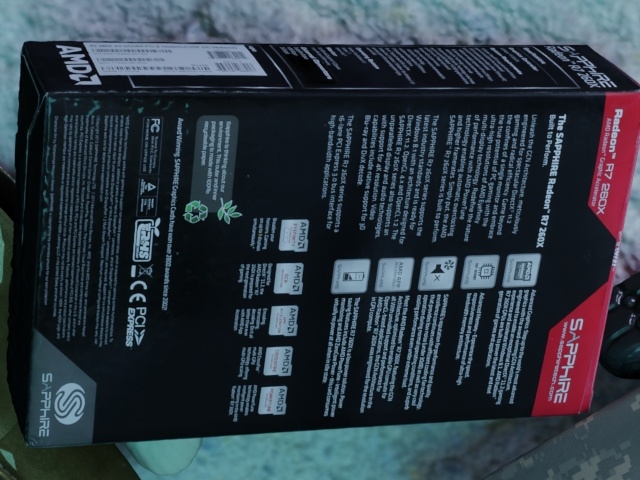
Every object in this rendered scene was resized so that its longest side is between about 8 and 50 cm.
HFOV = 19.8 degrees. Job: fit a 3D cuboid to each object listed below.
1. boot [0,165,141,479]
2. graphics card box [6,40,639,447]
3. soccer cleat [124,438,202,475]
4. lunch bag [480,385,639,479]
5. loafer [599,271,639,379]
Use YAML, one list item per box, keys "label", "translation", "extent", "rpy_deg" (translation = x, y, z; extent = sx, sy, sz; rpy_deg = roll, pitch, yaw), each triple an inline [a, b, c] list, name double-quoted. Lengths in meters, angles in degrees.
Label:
- label: "boot"
  translation: [-0.192, 0.070, 1.190]
  extent: [0.115, 0.112, 0.305]
  rpy_deg: [-33, 105, 12]
- label: "graphics card box"
  translation: [0.000, 0.000, 1.117]
  extent: [0.370, 0.094, 0.233]
  rpy_deg: [-3, 117, -19]
- label: "soccer cleat"
  translation: [-0.111, 0.080, 1.217]
  extent: [0.068, 0.076, 0.196]
  rpy_deg: [1, 116, 0]
- label: "lunch bag"
  translation: [0.221, 0.245, 1.244]
  extent: [0.235, 0.169, 0.287]
  rpy_deg: [-33, 138, 16]
- label: "loafer"
  translation: [0.283, 0.029, 1.203]
  extent: [0.223, 0.076, 0.078]
  rpy_deg: [-24, 150, 4]
